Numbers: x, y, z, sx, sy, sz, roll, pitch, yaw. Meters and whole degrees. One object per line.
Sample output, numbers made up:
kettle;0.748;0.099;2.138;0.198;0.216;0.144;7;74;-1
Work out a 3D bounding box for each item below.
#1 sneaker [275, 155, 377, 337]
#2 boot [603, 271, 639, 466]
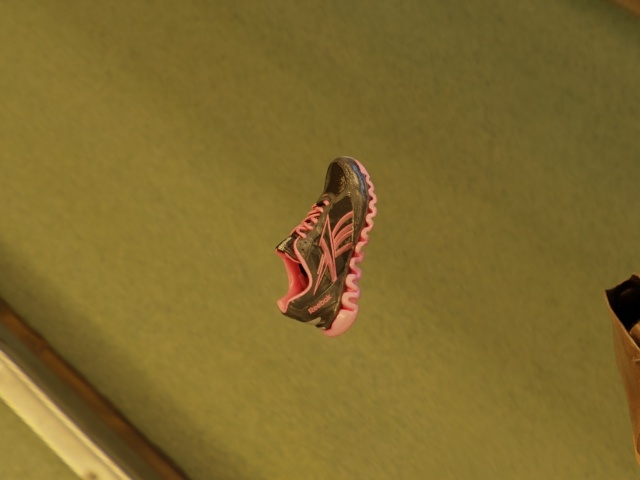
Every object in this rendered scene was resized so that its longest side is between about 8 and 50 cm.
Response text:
sneaker;0.000;0.000;0.960;0.057;0.047;0.119;14;75;-25
boot;0.338;0.143;1.467;0.112;0.115;0.305;-28;28;11
